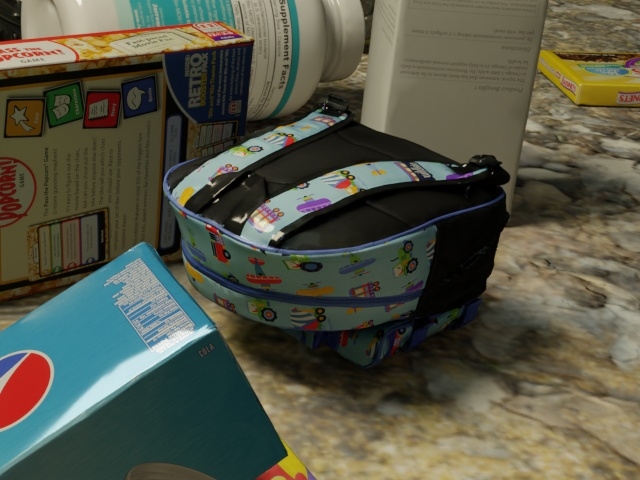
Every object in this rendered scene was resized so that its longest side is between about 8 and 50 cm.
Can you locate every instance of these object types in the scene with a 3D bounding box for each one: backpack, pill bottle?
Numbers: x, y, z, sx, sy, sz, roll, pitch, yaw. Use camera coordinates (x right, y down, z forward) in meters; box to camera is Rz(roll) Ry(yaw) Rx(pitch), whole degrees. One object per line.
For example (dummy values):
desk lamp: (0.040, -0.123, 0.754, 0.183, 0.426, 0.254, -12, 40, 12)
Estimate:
backpack: (0.000, 0.000, 0.657, 0.158, 0.116, 0.173, 27, 32, 35)
pill bottle: (-0.097, -0.166, 0.940, 0.264, 0.146, 0.146, -10, 31, -31)

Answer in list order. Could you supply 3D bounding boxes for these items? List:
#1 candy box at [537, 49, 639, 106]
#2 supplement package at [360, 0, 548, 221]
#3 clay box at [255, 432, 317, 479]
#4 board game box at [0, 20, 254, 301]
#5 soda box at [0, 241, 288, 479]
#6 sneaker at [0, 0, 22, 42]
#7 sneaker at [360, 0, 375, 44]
candy box: (0.336, -0.164, 1.173, 0.206, 0.027, 0.105, 0, 30, -14)
supplement package: (0.090, -0.114, 0.839, 0.105, 0.179, 0.105, 3, 27, -8)
clay box: (-0.094, 0.097, 0.511, 0.128, 0.053, 0.222, -11, 32, -29)
board game box: (-0.136, -0.049, 0.692, 0.194, 0.146, 0.045, -13, 32, -35)
soda box: (-0.121, 0.094, 0.389, 0.210, 0.071, 0.067, -33, 39, -11)
sneaker: (-0.259, -0.182, 1.012, 0.272, 0.100, 0.108, 0, 13, -20)
sneaker: (0.011, -0.330, 1.327, 0.182, 0.158, 0.410, 10, 25, -35)
